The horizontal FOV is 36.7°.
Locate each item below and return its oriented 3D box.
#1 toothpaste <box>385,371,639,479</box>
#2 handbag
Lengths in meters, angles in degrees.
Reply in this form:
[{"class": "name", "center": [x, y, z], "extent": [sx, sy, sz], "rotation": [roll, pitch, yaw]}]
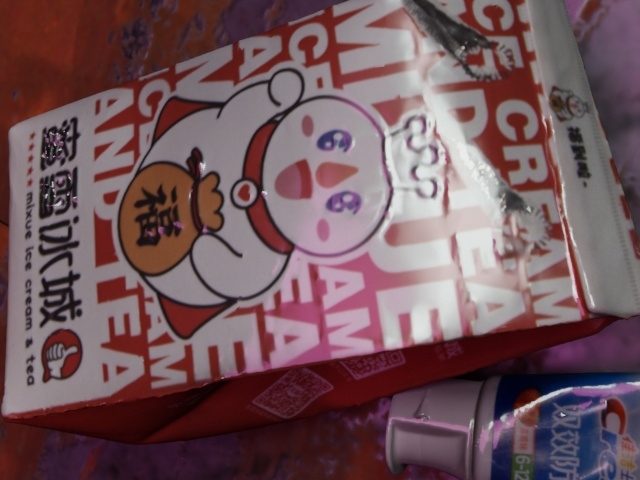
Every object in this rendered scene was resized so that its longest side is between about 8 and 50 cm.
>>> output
[{"class": "toothpaste", "center": [0.167, 0.107, 0.470], "extent": [0.266, 0.061, 0.096], "rotation": [5, 92, 18]}, {"class": "handbag", "center": [0.000, 0.000, 0.476], "extent": [0.298, 0.151, 0.171], "rotation": [-13, 70, 23]}]
